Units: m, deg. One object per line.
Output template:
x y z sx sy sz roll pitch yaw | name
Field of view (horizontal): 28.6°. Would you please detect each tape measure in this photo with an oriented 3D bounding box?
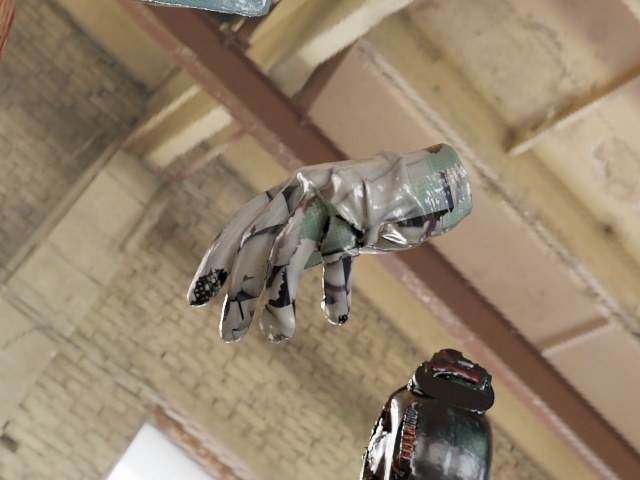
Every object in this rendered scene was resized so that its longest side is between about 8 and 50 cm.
0.101 0.247 1.286 0.135 0.223 0.202 18 -50 -2 | tape measure

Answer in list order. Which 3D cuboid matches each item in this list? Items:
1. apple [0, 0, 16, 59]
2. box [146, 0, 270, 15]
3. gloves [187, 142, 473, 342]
-0.244 -0.122 0.474 0.260 0.216 0.260 31 -15 9 | apple
-0.142 -0.261 1.045 0.162 0.227 0.130 17 -76 45 | box
-0.001 -0.007 0.927 0.127 0.212 0.111 -126 -157 -58 | gloves
